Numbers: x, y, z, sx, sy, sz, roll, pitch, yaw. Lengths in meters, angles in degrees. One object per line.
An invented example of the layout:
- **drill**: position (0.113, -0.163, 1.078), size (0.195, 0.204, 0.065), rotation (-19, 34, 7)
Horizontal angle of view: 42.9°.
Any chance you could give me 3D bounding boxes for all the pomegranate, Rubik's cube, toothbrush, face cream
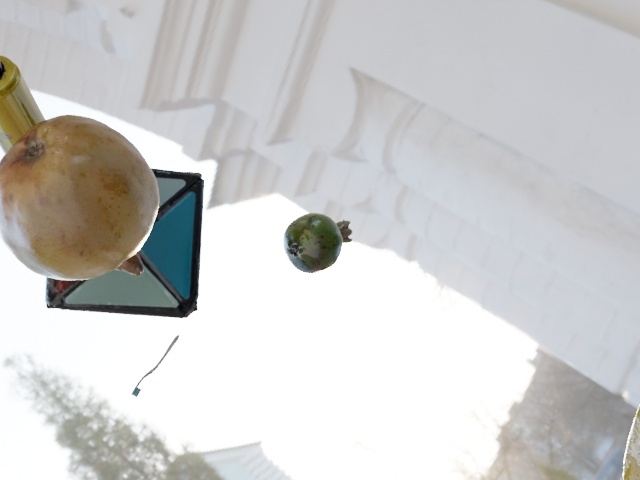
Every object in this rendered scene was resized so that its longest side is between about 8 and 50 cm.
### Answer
- **pomegranate**: position (-0.306, -0.052, 1.021), size (0.207, 0.207, 0.207), rotation (-42, -29, -29)
- **Rubik's cube**: position (-0.338, -0.002, 1.409), size (0.246, 0.248, 0.250), rotation (179, 94, -74)
- **toothbrush**: position (-0.271, 0.205, 1.347), size (0.131, 0.013, 0.011), rotation (-56, 0, -34)
- **pomegranate**: position (0.000, 0.000, 1.490), size (0.142, 0.114, 0.114), rotation (-19, -43, -40)
- **face cream**: position (-0.437, -0.192, 1.126), size (0.078, 0.078, 0.273), rotation (-46, -22, -21)

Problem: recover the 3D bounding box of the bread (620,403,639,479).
- **bread**: position (0.572, 0.332, 1.253), size (0.195, 0.143, 0.269), rotation (-21, -59, -26)
